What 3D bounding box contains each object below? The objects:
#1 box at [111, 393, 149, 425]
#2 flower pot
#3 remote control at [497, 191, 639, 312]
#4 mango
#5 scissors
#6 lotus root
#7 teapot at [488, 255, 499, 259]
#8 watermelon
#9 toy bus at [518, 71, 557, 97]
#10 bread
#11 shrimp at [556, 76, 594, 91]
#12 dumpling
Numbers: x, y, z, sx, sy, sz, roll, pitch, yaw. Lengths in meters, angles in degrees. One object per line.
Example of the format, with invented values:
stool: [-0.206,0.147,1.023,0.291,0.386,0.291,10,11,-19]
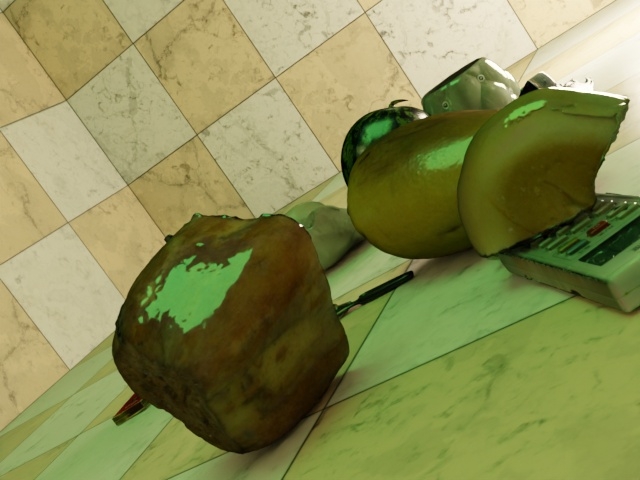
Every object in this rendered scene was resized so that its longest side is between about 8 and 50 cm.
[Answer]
box: [-0.401,0.355,1.897,0.090,0.023,0.133,-34,8,22]
flower pot: [0.371,-0.316,2.061,0.246,0.195,0.246,-34,10,7]
remote control: [0.318,0.002,0.982,0.145,0.050,0.344,-35,9,-4]
mango: [0.230,-0.099,1.378,0.445,0.221,0.301,-10,18,48]
scissors: [0.072,0.104,1.485,0.220,0.017,0.088,-30,9,28]
lotus root: [-0.144,0.145,1.156,0.316,0.316,0.250,-27,18,43]
teapot: [0.264,-0.009,1.190,0.064,0.064,0.083,-48,-28,-78]
watermelon: [0.172,-0.193,1.996,0.269,0.269,0.269,-34,8,6]
toy bus: [0.463,-0.299,1.864,0.072,0.057,0.172,-38,-18,-19]
bread: [0.270,-0.105,1.057,0.260,0.156,0.158,-30,10,31]
shrimp: [0.436,-0.211,1.663,0.272,0.085,0.445,-36,9,37]
dumpling: [0.000,-0.006,1.977,0.226,0.175,0.243,-6,8,-30]
